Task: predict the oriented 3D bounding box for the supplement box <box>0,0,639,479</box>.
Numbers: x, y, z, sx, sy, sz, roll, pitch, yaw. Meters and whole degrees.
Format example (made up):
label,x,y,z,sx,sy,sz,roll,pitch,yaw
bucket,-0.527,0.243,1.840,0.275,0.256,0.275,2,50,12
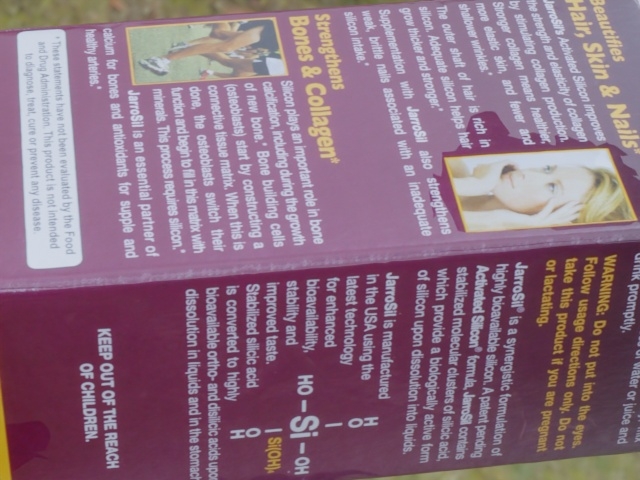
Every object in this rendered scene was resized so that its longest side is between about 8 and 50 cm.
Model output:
label,x,y,z,sx,sy,sz,roll,pitch,yaw
supplement box,0.000,0.000,0.500,0.188,0.080,0.104,-4,42,-7
